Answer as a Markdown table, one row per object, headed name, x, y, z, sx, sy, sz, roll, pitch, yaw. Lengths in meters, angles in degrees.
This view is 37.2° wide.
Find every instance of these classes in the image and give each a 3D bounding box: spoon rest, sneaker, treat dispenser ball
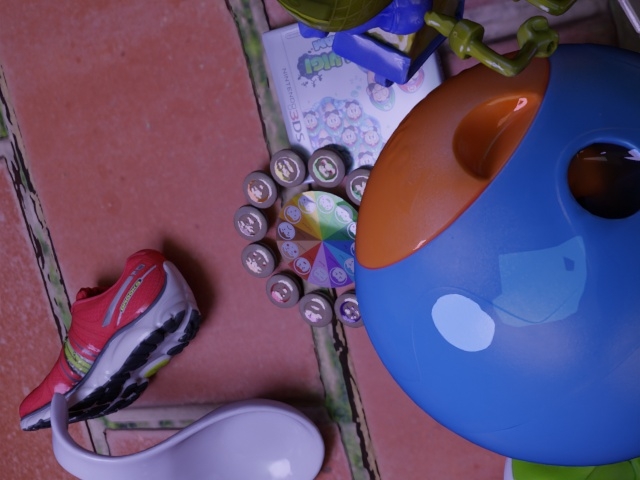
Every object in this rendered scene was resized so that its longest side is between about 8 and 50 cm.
| name | x | y | z | sx | sy | sz | roll | pitch | yaw |
| --- | --- | --- | --- | --- | --- | --- | --- | --- | --- |
| spoon rest | -0.134 | 0.208 | 0.941 | 0.276 | 0.084 | 0.137 | 5 | 125 | -1 |
| sneaker | -0.233 | 0.109 | 1.016 | 0.279 | 0.107 | 0.118 | -40 | 67 | 27 |
| treat dispenser ball | 0.166 | 0.010 | 0.659 | 0.288 | 0.288 | 0.288 | 8 | 109 | 24 |

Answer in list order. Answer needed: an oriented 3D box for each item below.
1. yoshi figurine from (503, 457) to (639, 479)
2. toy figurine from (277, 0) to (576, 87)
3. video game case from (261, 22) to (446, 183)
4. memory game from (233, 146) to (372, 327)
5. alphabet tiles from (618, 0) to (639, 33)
| name | x | y | z | sx | sy | sz | roll | pitch | yaw |
| --- | --- | --- | --- | --- | --- | --- | --- | --- | --- |
| yoshi figurine | 0.271 | 0.224 | 0.743 | 0.203 | 0.203 | 0.362 | 41 | 117 | -8 |
| toy figurine | 0.084 | -0.163 | 0.660 | 0.191 | 0.362 | 0.217 | 32 | 141 | 6 |
| video game case | 0.034 | -0.132 | 0.838 | 0.157 | 0.019 | 0.143 | -9 | 101 | 28 |
| memory game | 0.000 | 0.000 | 0.887 | 0.186 | 0.012 | 0.186 | 11 | 117 | 22 |
| alphabet tiles | 0.270 | -0.145 | 0.599 | 0.009 | 0.237 | 0.198 | -31 | 89 | 53 |
